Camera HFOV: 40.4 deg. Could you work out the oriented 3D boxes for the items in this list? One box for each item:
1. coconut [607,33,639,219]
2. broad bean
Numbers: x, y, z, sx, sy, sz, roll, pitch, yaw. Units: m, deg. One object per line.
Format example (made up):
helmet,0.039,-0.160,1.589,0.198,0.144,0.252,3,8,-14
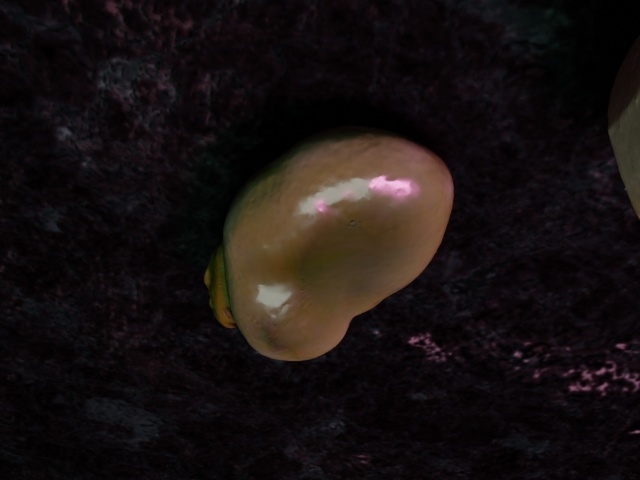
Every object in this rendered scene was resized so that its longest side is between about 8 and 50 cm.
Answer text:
coconut,0.278,-0.065,0.462,0.241,0.241,0.241,2,137,2
broad bean,0.000,0.000,0.666,0.228,0.100,0.169,-38,133,21
